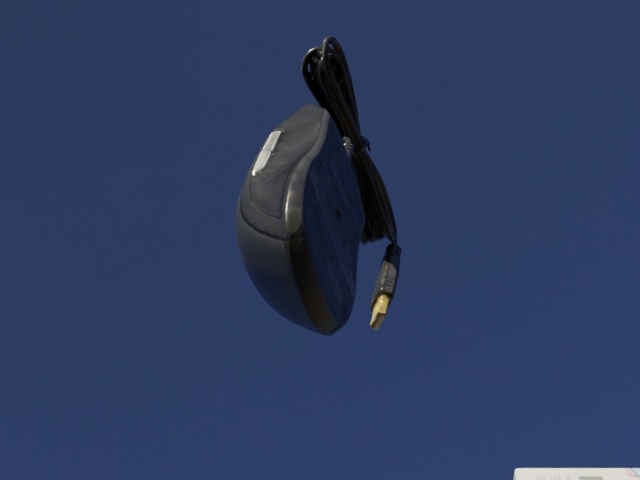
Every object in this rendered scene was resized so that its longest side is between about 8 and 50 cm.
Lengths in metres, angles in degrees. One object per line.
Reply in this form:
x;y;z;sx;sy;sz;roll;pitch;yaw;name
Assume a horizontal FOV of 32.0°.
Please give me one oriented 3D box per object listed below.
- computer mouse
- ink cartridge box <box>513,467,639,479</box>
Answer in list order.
0.000;0.000;0.724;0.060;0.262;0.184;-12;-58;14;computer mouse
0.279;0.278;0.955;0.212;0.154;0.093;-1;-57;-3;ink cartridge box
